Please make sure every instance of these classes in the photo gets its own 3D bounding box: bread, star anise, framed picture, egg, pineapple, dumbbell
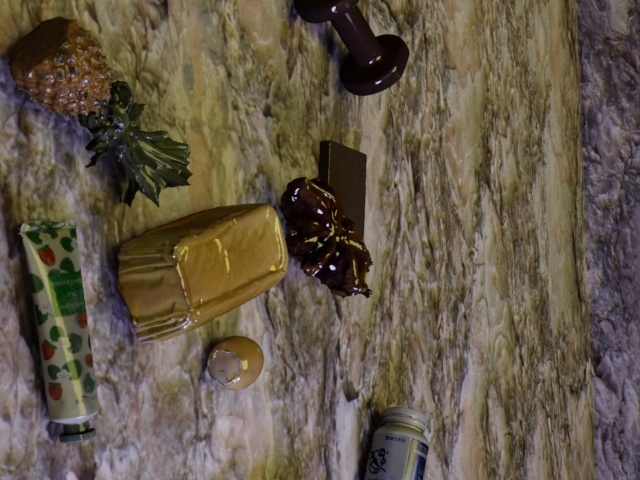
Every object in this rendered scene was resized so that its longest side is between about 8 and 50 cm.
[{"bbox_3d":[-0.162,0.039,1.451,0.288,0.119,0.152,-27,107,-56],"label":"bread"},{"bbox_3d":[0.000,0.000,1.691,0.220,0.126,0.190,68,10,12],"label":"star anise"},{"bbox_3d":[0.040,-0.086,1.857,0.128,0.023,0.168,14,75,-55],"label":"framed picture"},{"bbox_3d":[-0.124,0.183,1.532,0.096,0.080,0.080,-3,90,-65],"label":"egg"},{"bbox_3d":[-0.276,-0.159,1.311,0.277,0.119,0.130,54,1,-41],"label":"pineapple"},{"bbox_3d":[0.058,-0.376,1.818,0.225,0.124,0.140,51,46,-41],"label":"dumbbell"}]

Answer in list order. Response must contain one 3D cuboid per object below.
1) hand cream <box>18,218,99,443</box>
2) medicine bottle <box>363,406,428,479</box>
[{"bbox_3d":[-0.319,0.111,1.267,0.095,0.059,0.276,-8,89,-59],"label":"hand cream"},{"bbox_3d":[0.140,0.411,1.887,0.107,0.107,0.191,43,53,-47],"label":"medicine bottle"}]
